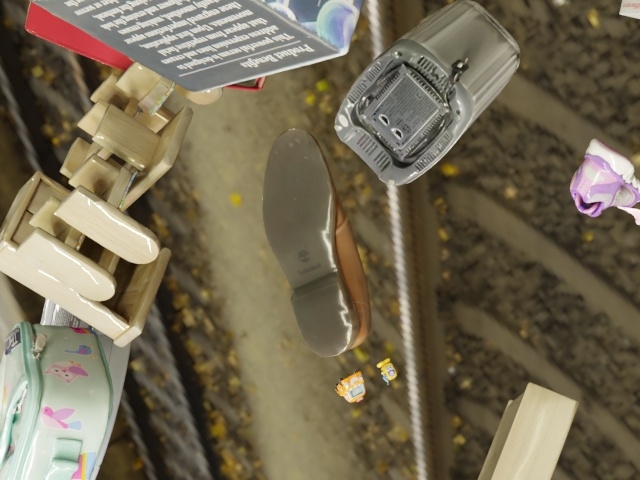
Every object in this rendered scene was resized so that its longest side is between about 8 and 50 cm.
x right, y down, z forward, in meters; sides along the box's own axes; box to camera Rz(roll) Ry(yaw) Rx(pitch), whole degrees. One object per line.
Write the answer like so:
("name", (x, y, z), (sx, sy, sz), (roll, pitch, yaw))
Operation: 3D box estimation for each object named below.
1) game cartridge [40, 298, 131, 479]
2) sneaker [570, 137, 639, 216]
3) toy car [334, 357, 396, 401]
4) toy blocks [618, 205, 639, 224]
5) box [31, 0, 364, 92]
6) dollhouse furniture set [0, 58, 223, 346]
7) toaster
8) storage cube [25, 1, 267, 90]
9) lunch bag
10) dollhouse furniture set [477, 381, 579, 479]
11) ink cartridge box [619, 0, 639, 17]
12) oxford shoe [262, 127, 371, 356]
("game cartridge", (-0.296, 0.154, 1.637), (0.196, 0.060, 0.294), (47, 125, 58))
("sneaker", (0.457, -0.084, 2.191), (0.095, 0.105, 0.236), (36, -177, 24))
("toy car", (0.075, 0.200, 1.942), (0.041, 0.122, 0.060), (60, 144, 12))
("toy blocks", (0.475, 0.014, 1.296), (0.288, 0.309, 0.260), (29, 170, -21))
("box", (-0.143, -0.329, 0.951), (0.395, 0.294, 0.212), (27, 162, -33))
("dollhouse furniture set", (-0.178, -0.027, 1.265), (0.161, 0.212, 0.242), (34, 136, -20))
("toaster", (0.126, -0.174, 1.515), (0.129, 0.146, 0.227), (44, 141, 3))
("storage cube", (-0.159, -0.276, 1.399), (0.193, 0.183, 0.215), (24, 106, 31))
("lunch bag", (-0.304, 0.232, 1.432), (0.224, 0.107, 0.279), (-121, 46, -66))
("dollhouse furniture set", (0.278, 0.301, 1.221), (0.303, 0.286, 0.198), (22, 171, 8))
("ink cartridge box", (0.456, -0.362, 1.836), (0.088, 0.052, 0.123), (-126, 45, -79))
("oxford shoe", (0.000, 0.000, 1.261), (0.076, 0.076, 0.212), (-13, 88, 30))
